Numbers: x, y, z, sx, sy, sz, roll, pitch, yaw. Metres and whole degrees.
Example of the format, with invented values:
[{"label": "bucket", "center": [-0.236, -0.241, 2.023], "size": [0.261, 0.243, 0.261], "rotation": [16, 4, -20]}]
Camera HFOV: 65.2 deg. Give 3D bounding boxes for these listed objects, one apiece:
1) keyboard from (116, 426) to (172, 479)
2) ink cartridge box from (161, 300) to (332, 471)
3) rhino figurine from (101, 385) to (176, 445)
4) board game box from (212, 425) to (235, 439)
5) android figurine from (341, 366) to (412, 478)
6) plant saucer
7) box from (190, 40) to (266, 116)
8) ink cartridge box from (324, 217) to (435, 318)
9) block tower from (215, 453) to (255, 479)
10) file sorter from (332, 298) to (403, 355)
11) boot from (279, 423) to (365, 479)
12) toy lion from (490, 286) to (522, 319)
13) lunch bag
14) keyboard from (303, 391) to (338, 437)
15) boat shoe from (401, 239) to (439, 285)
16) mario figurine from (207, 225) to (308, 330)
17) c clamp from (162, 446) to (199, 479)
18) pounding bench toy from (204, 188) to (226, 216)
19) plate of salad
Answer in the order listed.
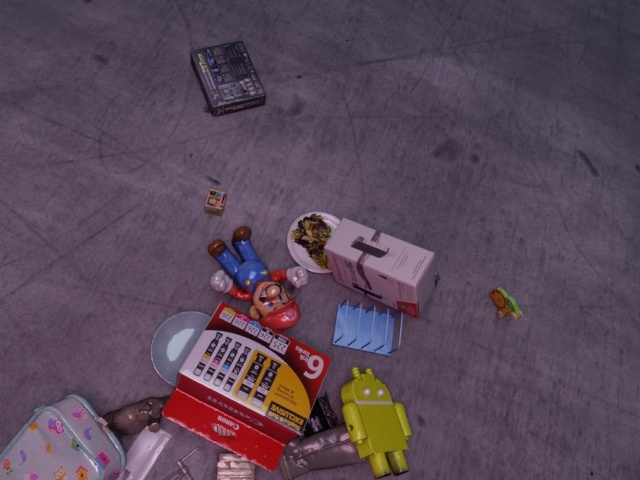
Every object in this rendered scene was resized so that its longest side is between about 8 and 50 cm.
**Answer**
[{"label": "keyboard", "center": [-0.458, 0.565, 1.190], "size": [0.072, 0.014, 0.256], "rotation": [29, 65, 6]}, {"label": "ink cartridge box", "center": [-0.171, 0.344, 1.185], "size": [0.310, 0.130, 0.271], "rotation": [27, 53, -2]}, {"label": "rhino figurine", "center": [-0.418, 0.420, 1.209], "size": [0.243, 0.106, 0.073], "rotation": [-19, 100, -19]}, {"label": "board game box", "center": [-0.209, 0.399, 1.272], "size": [0.147, 0.045, 0.193], "rotation": [-1, 73, -21]}, {"label": "android figurine", "center": [0.141, 0.454, 1.272], "size": [0.248, 0.056, 0.272], "rotation": [22, 42, -45]}, {"label": "plant saucer", "center": [-0.340, 0.284, 1.303], "size": [0.195, 0.037, 0.194], "rotation": [6, 72, -20]}, {"label": "box", "center": [-0.304, -0.534, 1.643], "size": [0.184, 0.059, 0.232], "rotation": [-19, 74, -19]}, {"label": "ink cartridge box", "center": [0.162, 0.074, 1.355], "size": [0.273, 0.197, 0.114], "rotation": [24, 65, 26]}, {"label": "block tower", "center": [-0.205, 0.659, 1.159], "size": [0.097, 0.091, 0.335], "rotation": [6, 67, -10]}, {"label": "file sorter", "center": [0.133, 0.240, 1.394], "size": [0.170, 0.104, 0.118], "rotation": [13, 66, -6]}, {"label": "boot", "center": [-0.009, 0.491, 1.252], "size": [0.209, 0.076, 0.189], "rotation": [-19, 86, 4]}, {"label": "toy lion", "center": [0.555, 0.188, 1.509], "size": [0.034, 0.100, 0.096], "rotation": [-18, 92, -16]}, {"label": "lunch bag", "center": [-0.567, 0.480, 1.082], "size": [0.279, 0.108, 0.224], "rotation": [-46, 77, 13]}, {"label": "keyboard", "center": [-0.001, 0.476, 1.316], "size": [0.100, 0.038, 0.192], "rotation": [-27, 76, 4]}, {"label": "boat shoe", "center": [0.225, 0.047, 1.491], "size": [0.301, 0.108, 0.102], "rotation": [37, 64, 2]}, {"label": "mario figurine", "center": [-0.164, 0.098, 1.349], "size": [0.198, 0.170, 0.320], "rotation": [-44, 71, 11]}, {"label": "c clamp", "center": [-0.315, 0.603, 1.192], "size": [0.137, 0.022, 0.160], "rotation": [-30, 74, -17]}, {"label": "pounding bench toy", "center": [-0.305, -0.120, 1.460], "size": [0.052, 0.083, 0.065], "rotation": [13, 67, -6]}, {"label": "plate of salad", "center": [0.000, 0.000, 1.495], "size": [0.200, 0.048, 0.199], "rotation": [4, 68, -10]}]
